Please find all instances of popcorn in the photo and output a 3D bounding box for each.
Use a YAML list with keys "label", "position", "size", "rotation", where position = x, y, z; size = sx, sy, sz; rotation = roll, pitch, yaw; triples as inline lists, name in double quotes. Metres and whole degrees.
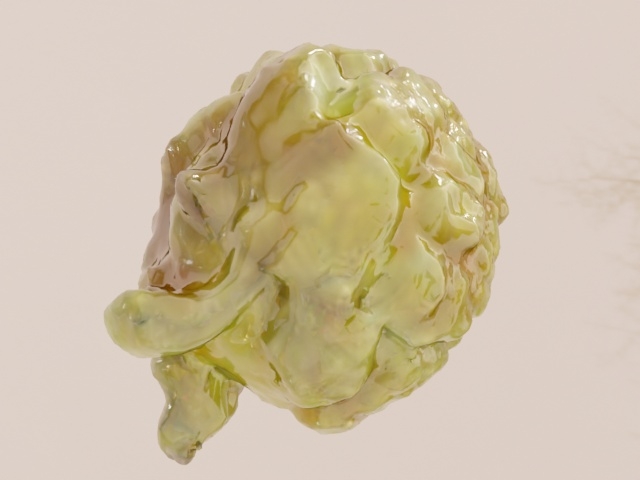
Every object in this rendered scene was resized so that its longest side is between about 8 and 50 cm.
- label: "popcorn"
  position: [-0.001, 0.009, 1.327]
  size: [0.274, 0.279, 0.336]
  rotation: [44, -131, -66]
